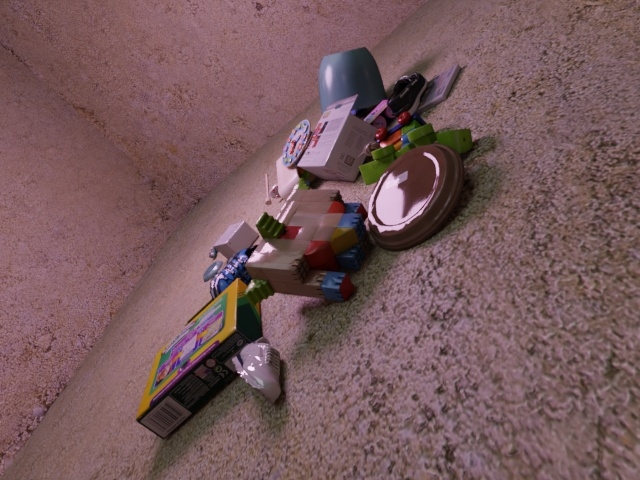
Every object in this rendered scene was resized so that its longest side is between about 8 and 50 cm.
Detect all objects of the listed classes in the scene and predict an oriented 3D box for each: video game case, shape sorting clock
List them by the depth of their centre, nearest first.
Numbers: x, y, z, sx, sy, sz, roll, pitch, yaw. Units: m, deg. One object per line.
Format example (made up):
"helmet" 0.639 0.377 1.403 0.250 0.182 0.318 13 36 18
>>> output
"video game case" 0.387 -0.515 1.653 0.184 0.023 0.201 -20 33 49
"shape sorting clock" -0.101 -0.391 1.898 0.206 0.040 0.206 -35 43 42

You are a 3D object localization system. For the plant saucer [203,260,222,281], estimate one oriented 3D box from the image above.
"plant saucer" -0.483 0.132 2.100 0.119 0.021 0.119 -39 21 18

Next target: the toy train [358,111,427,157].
"toy train" 0.207 -0.264 1.428 0.248 0.105 0.143 -29 39 37

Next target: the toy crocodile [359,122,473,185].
"toy crocodile" 0.238 -0.221 1.252 0.105 0.115 0.341 -28 5 -42

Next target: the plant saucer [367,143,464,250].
"plant saucer" 0.205 -0.108 1.093 0.278 0.041 0.277 -37 37 35

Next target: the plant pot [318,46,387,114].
"plant pot" 0.122 -0.690 2.027 0.293 0.235 0.293 -12 20 4

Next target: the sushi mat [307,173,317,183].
"sushi mat" 0.019 -0.359 1.960 0.317 0.019 0.151 -38 47 30

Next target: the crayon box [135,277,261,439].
"crayon box" -0.328 0.315 1.329 0.363 0.106 0.313 -42 19 7

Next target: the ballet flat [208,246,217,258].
"ballet flat" -0.521 0.051 2.293 0.041 0.041 0.114 -39 22 18

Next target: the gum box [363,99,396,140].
"gum box" 0.213 -0.450 1.805 0.188 0.062 0.107 -46 20 0

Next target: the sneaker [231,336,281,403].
"sneaker" -0.130 0.279 1.052 0.095 0.090 0.235 -40 20 -13

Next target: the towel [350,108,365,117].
"towel" 0.064 -0.503 2.233 0.336 0.040 0.243 -53 21 -18

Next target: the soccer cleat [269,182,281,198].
"soccer cleat" -0.146 -0.258 2.141 0.196 0.068 0.076 -37 15 1

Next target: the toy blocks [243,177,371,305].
"toy blocks" 0.000 0.000 1.180 0.261 0.190 0.381 3 47 29

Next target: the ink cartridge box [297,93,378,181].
"ink cartridge box" 0.069 -0.364 1.722 0.271 0.130 0.309 -65 22 0

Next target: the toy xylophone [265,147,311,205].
"toy xylophone" -0.133 -0.268 1.976 0.236 0.081 0.322 -34 40 34

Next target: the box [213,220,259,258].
"box" -0.361 0.001 2.014 0.130 0.091 0.171 -54 21 -22

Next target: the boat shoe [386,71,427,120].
"boat shoe" 0.306 -0.536 1.680 0.114 0.091 0.302 -31 26 35

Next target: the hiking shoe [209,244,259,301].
"hiking shoe" -0.281 0.112 1.613 0.132 0.113 0.304 -35 22 27

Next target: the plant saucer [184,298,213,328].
"plant saucer" -0.387 0.279 1.597 0.188 0.045 0.188 -42 21 8
